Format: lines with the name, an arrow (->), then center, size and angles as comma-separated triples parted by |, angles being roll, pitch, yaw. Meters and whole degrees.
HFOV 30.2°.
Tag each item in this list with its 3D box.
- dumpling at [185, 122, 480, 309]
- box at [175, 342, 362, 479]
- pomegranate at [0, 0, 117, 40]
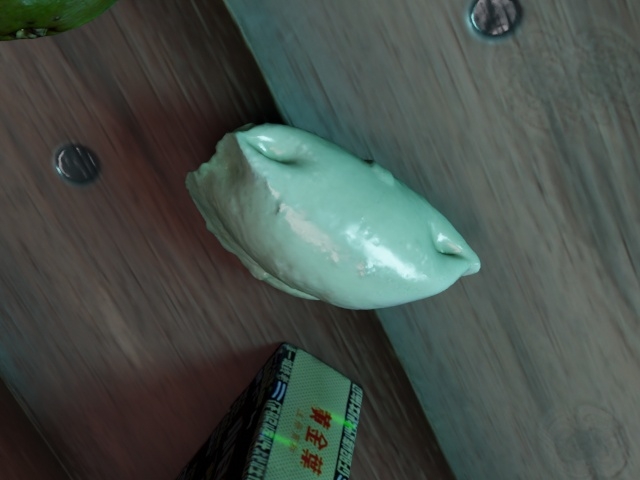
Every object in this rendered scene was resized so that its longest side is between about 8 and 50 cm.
dumpling -> 0.005, -0.011, 0.853 | 0.216, 0.149, 0.105 | 24, 84, -13
box -> -0.089, 0.255, 0.961 | 0.084, 0.198, 0.310 | 32, 121, -10
pomegranate -> -0.196, -0.231, 0.706 | 0.187, 0.187, 0.225 | -15, 93, 18
